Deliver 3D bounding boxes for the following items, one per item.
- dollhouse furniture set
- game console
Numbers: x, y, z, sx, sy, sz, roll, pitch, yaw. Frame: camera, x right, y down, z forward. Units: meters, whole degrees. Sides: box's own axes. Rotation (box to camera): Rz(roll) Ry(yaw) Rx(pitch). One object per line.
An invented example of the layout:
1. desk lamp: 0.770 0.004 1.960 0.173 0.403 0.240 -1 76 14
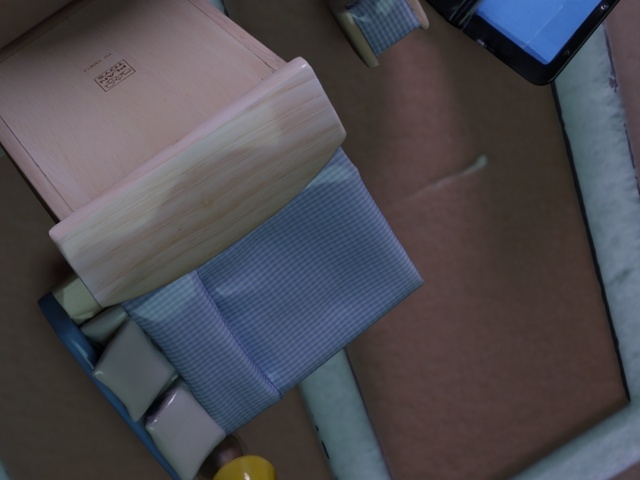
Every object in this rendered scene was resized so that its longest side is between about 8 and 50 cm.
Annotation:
1. dollhouse furniture set: 0.000 0.000 0.898 0.286 0.198 0.303 -36 126 -7
2. game console: 0.118 -0.171 0.964 0.122 0.071 0.107 -51 127 1
